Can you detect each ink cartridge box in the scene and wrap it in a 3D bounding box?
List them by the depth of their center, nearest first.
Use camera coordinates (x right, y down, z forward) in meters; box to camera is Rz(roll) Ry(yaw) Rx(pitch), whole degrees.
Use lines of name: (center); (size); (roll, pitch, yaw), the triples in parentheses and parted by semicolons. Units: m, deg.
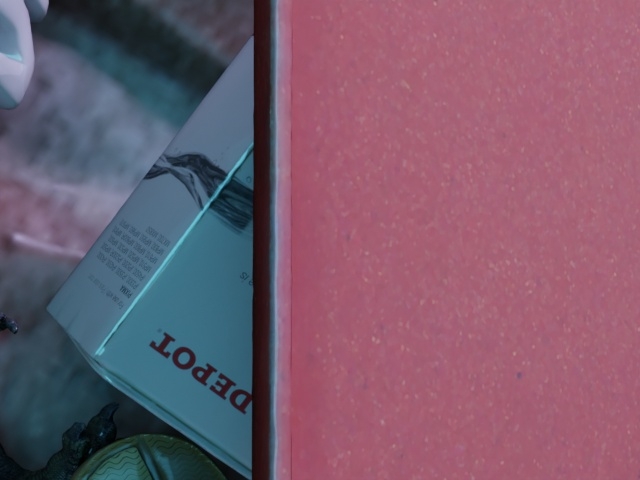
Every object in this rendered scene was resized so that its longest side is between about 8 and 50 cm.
ink cartridge box: (0.000, 0.000, 0.473); (0.099, 0.056, 0.135); (40, 85, -29)

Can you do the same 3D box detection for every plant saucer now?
plant saucer: (0.077, -0.016, 0.439); (0.258, 0.047, 0.259); (5, 82, -38)

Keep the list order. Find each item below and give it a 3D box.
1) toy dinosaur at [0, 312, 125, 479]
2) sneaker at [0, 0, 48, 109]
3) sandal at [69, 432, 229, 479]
toy dinosaur: (-0.134, 0.081, 0.485); (0.118, 0.064, 0.268); (18, 87, 21)
sneaker: (-0.116, -0.167, 0.460); (0.110, 0.118, 0.292); (1, 64, 2)
sandal: (-0.041, 0.143, 0.480); (0.072, 0.049, 0.180); (-12, 96, -15)
